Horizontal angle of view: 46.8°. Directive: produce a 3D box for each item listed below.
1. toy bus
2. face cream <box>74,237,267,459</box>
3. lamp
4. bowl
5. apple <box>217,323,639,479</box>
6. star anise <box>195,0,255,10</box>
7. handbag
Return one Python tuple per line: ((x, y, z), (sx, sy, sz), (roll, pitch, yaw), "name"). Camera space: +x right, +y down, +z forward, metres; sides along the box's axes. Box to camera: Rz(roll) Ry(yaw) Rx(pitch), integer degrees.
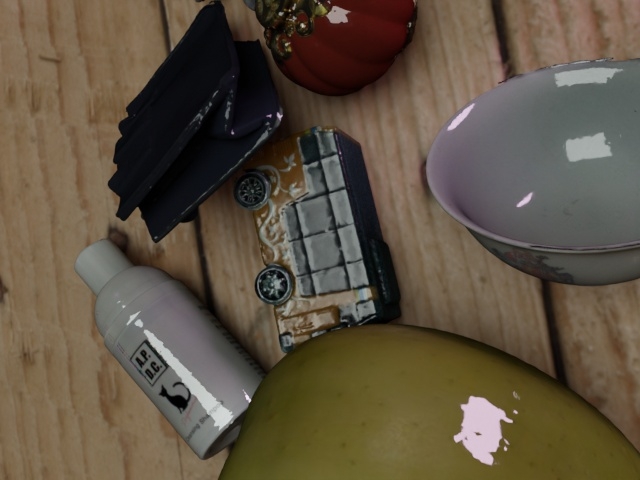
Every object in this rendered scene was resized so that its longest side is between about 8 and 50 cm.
((0.000, 0.000, 0.980), (0.167, 0.138, 0.275), (-15, 82, 17), "toy bus")
((-0.233, 0.127, 1.053), (0.370, 0.145, 0.145), (44, 102, 15), "face cream")
((0.027, -0.297, 0.944), (0.227, 0.227, 0.226), (-1, 88, 20), "lamp")
((0.302, -0.051, 0.834), (0.346, 0.345, 0.157), (-3, 131, 19), "bowl")
((0.106, 0.317, 0.781), (0.474, 0.474, 0.473), (-1, 88, 20), "apple")
((-0.130, -0.488, 1.037), (0.316, 0.139, 0.359), (-19, 82, 12), "star anise")
((-0.175, -0.149, 0.977), (0.118, 0.325, 0.269), (38, 110, -28), "handbag")
